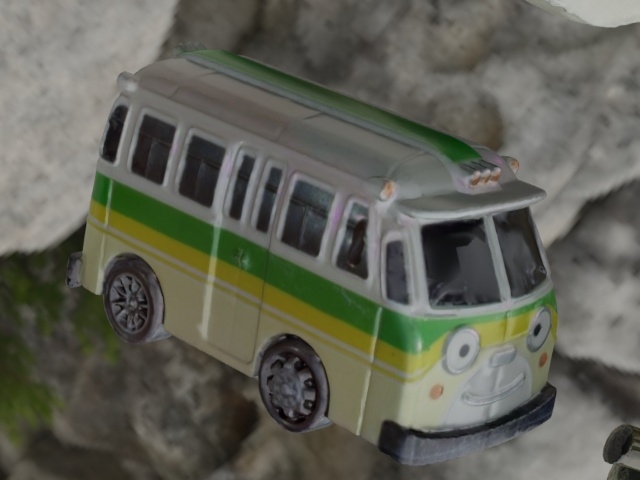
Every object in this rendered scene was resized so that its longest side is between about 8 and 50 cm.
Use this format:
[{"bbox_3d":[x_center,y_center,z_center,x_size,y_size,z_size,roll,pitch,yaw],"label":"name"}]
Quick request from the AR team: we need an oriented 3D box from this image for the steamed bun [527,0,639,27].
[{"bbox_3d":[0.235,-0.335,1.394,0.324,0.206,0.324,-28,148,-20],"label":"steamed bun"}]

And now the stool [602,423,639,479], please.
[{"bbox_3d":[0.258,0.141,1.107,0.139,0.153,0.228,31,126,-23],"label":"stool"}]

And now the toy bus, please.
[{"bbox_3d":[0.000,0.000,1.063,0.143,0.305,0.179,-10,117,-45],"label":"toy bus"}]
